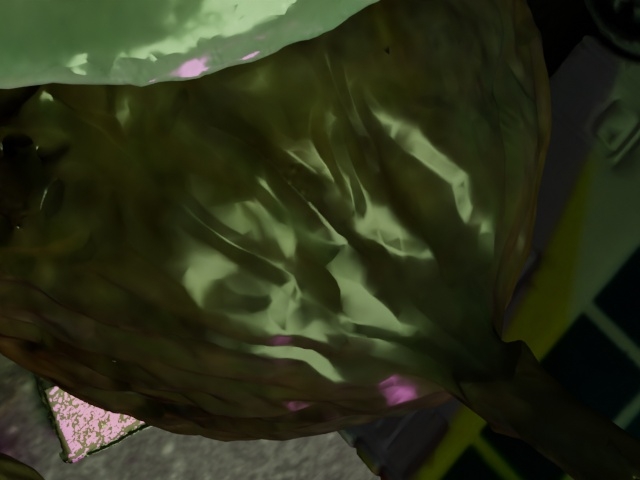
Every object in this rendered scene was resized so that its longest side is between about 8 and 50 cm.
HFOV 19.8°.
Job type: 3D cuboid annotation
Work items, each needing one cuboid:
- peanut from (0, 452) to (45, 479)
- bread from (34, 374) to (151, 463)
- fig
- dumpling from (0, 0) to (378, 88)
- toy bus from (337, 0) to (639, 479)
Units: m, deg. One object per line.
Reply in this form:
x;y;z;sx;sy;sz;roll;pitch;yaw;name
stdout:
-0.198;0.155;0.907;0.147;0.147;0.319;-31;134;-13;peanut
-0.081;0.063;0.995;0.153;0.028;0.068;-27;139;-16;bread
0.000;0.000;0.735;0.286;0.369;0.286;-21;135;-22;fig
-0.097;-0.204;0.567;0.270;0.320;0.212;-41;174;-14;dumpling
0.221;-0.009;0.975;0.440;0.249;0.209;-51;149;15;toy bus
